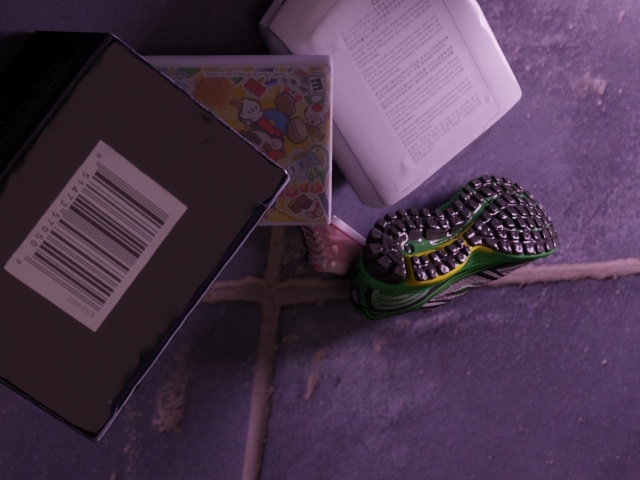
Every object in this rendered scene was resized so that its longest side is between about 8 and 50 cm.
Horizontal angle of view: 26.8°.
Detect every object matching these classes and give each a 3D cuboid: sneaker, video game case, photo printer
[{"bbox_3d":[0.175,0.012,1.790,0.344,0.134,0.146,-13,152,-33],"label":"sneaker"},{"bbox_3d":[0.000,0.000,1.703,0.134,0.051,0.070,36,84,-40],"label":"sneaker"},{"bbox_3d":[-0.100,-0.112,1.546,0.227,0.026,0.206,-1,116,-2],"label":"video game case"},{"bbox_3d":[0.082,-0.227,1.624,0.256,0.107,0.307,-40,124,-9],"label":"photo printer"}]

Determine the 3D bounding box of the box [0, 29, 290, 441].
[{"bbox_3d":[-0.250,-0.027,1.300,0.212,0.395,0.293,38,85,-23],"label":"box"}]
